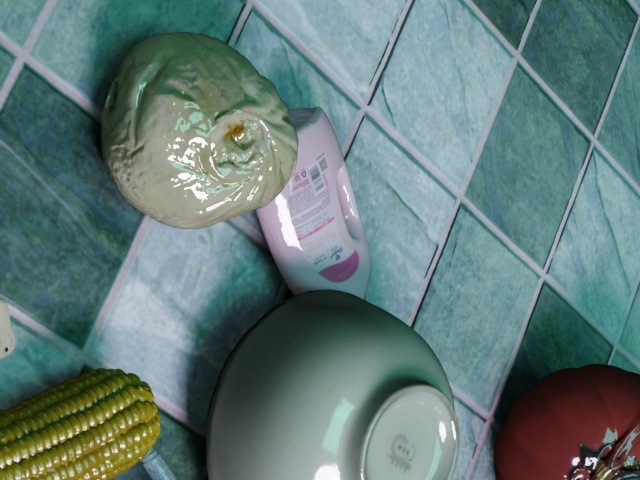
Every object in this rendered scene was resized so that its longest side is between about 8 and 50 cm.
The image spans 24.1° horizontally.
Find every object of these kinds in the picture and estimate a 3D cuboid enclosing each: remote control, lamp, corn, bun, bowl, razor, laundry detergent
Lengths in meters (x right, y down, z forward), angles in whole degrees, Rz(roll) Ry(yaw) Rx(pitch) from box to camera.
[{"bbox_3d":[-0.385,0.107,1.610,0.122,0.032,0.074,-22,109,-42],"label":"remote control"},{"bbox_3d":[0.413,0.334,2.282,0.303,0.257,0.303,-6,115,-12],"label":"lamp"},{"bbox_3d":[-0.325,0.240,1.619,0.344,0.131,0.131,-23,110,-40],"label":"corn"},{"bbox_3d":[-0.134,-0.133,1.738,0.244,0.153,0.244,2,86,-34],"label":"bun"},{"bbox_3d":[0.048,0.246,1.855,0.354,0.185,0.354,-8,101,-42],"label":"bowl"},{"bbox_3d":[-0.157,0.324,1.784,0.106,0.068,0.232,-36,97,-33],"label":"razor"},{"bbox_3d":[0.000,0.000,1.958,0.159,0.088,0.335,-39,121,-36],"label":"laundry detergent"}]

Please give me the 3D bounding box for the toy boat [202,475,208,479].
[{"bbox_3d":[-0.099,0.328,1.903,0.299,0.062,0.096,-45,123,-33],"label":"toy boat"}]
